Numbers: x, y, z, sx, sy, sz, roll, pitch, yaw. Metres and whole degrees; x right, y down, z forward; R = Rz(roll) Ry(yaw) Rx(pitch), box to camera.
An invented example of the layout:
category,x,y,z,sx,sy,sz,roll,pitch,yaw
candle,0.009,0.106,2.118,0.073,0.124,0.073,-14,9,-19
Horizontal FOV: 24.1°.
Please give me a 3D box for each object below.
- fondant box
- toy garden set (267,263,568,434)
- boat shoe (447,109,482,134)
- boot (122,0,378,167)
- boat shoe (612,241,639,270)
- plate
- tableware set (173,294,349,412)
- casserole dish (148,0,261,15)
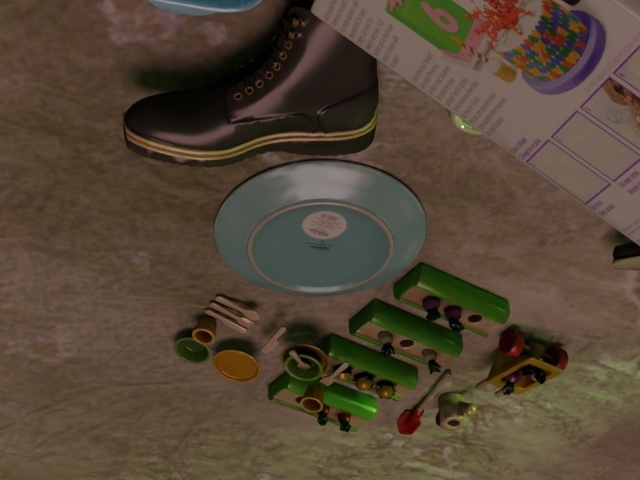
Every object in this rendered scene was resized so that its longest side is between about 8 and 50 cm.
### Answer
category,x,y,z,sx,sy,sz,roll,pitch,yaw
fondant box,0.169,-0.127,0.934,0.330,0.096,0.238,35,162,0
toy garden set,0.101,0.137,1.468,0.204,0.049,0.244,24,134,-28
boat shoe,0.233,-0.132,1.108,0.302,0.094,0.109,-10,140,9
boot,-0.049,-0.131,1.125,0.198,0.077,0.137,-7,138,-15
boat shoe,0.321,-0.001,1.318,0.133,0.042,0.049,-13,165,13
plate,0.000,0.000,1.315,0.188,0.024,0.188,-1,141,-1
tableware set,-0.059,0.117,1.429,0.154,0.024,0.104,29,134,-14
casserole dish,-0.075,-0.218,1.011,0.114,0.037,0.188,8,152,-15
